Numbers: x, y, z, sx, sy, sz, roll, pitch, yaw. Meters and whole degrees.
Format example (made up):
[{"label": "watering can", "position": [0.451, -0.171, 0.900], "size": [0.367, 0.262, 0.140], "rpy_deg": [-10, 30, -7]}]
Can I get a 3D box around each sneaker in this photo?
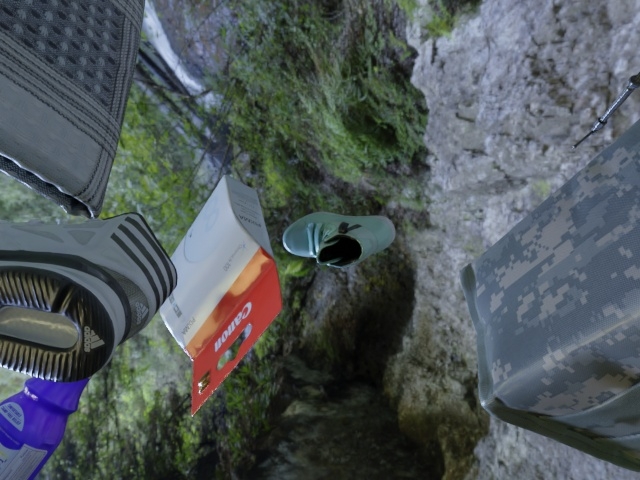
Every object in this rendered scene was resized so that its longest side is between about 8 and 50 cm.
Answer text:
[{"label": "sneaker", "position": [0.000, 0.000, 0.892], "size": [0.255, 0.094, 0.151], "rpy_deg": [-5, -168, 34]}, {"label": "sneaker", "position": [-0.407, 0.036, 0.613], "size": [0.447, 0.169, 0.257], "rpy_deg": [14, -164, 9]}]

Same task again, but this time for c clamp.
[{"label": "c clamp", "position": [0.507, -0.238, 0.765], "size": [0.137, 0.022, 0.161], "rpy_deg": [-39, 160, -21]}]

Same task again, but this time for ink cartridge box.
[{"label": "ink cartridge box", "position": [-0.219, 0.091, 0.910], "size": [0.091, 0.308, 0.385], "rpy_deg": [26, -155, -30]}]

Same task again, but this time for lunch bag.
[{"label": "lunch bag", "position": [0.293, 0.064, 0.335], "size": [0.287, 0.235, 0.169], "rpy_deg": [26, -140, -15]}]

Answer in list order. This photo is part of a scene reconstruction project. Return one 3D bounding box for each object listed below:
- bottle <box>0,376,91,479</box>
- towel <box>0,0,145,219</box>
[{"label": "bottle", "position": [-0.477, 0.310, 0.726], "size": [0.118, 0.283, 0.092], "rpy_deg": [24, 158, 26]}, {"label": "towel", "position": [-0.251, -0.219, 0.319], "size": [0.056, 0.312, 0.324], "rpy_deg": [-14, 149, 20]}]
